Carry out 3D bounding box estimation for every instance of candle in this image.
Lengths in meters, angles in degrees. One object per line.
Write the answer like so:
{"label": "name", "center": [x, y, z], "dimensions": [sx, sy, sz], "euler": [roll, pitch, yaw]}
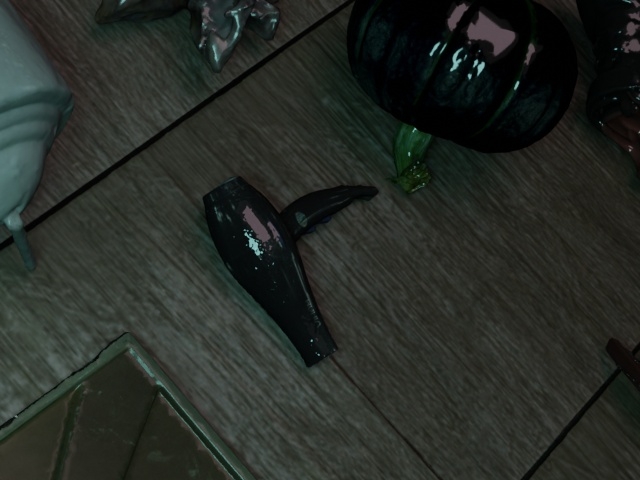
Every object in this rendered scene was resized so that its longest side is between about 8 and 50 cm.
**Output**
{"label": "candle", "center": [-0.343, -0.140, 1.187], "dimensions": [0.221, 0.221, 0.342], "euler": [-31, 81, -35]}

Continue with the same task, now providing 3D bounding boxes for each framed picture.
{"label": "framed picture", "center": [-0.204, 0.258, 1.161], "dimensions": [0.247, 0.022, 0.335], "euler": [49, 54, 5]}

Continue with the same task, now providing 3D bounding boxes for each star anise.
{"label": "star anise", "center": [-0.122, -0.284, 1.444], "dimensions": [0.198, 0.110, 0.258], "euler": [24, 49, -13]}

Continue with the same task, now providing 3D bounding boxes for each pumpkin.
{"label": "pumpkin", "center": [0.132, -0.166, 1.460], "dimensions": [0.248, 0.248, 0.248], "euler": [12, 59, -21]}

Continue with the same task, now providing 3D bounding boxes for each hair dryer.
{"label": "hair dryer", "center": [0.000, 0.000, 1.387], "dimensions": [0.219, 0.075, 0.196], "euler": [-33, 91, -43]}

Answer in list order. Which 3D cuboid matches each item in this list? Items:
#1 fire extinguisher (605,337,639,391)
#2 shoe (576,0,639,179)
{"label": "fire extinguisher", "center": [0.466, 0.184, 1.494], "dimensions": [0.341, 0.105, 0.141], "euler": [20, 17, -15]}
{"label": "shoe", "center": [0.360, -0.184, 1.633], "dimensions": [0.137, 0.114, 0.291], "euler": [-23, 79, -28]}
